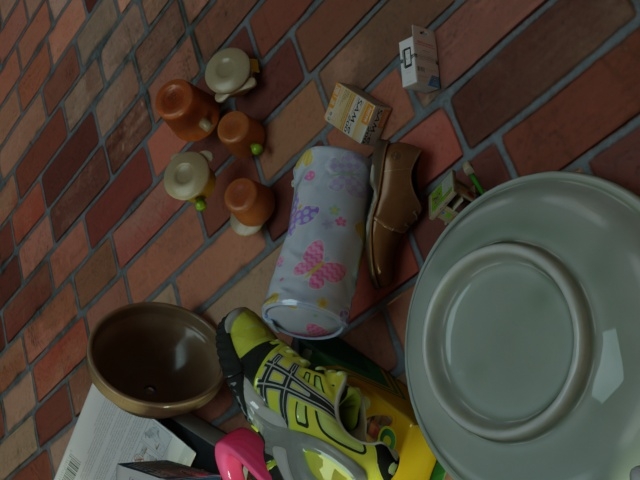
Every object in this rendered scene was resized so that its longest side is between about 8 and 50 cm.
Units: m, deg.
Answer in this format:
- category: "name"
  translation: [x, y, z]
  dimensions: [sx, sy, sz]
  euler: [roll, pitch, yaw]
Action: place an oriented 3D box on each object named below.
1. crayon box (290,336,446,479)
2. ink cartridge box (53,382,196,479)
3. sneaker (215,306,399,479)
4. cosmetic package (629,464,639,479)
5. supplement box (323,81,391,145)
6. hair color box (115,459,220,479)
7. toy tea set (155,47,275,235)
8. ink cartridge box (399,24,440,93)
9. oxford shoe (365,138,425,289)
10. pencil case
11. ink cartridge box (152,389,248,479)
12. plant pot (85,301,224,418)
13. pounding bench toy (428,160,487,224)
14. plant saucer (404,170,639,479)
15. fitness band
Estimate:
- category: "crayon box"
  translation: [0.055, 0.286, 1.316]
  dimensions: [0.323, 0.083, 0.203]
  euler: [31, 109, 46]
- category: "ink cartridge box"
  translation: [-0.341, 0.396, 1.690]
  dimensions: [0.239, 0.060, 0.275]
  euler: [34, 114, 18]
- category: "sneaker"
  translation: [-0.020, 0.219, 1.274]
  dimensions: [0.147, 0.145, 0.384]
  euler: [-37, 48, 2]
- category: "cosmetic package"
  translation: [0.415, 0.431, 0.823]
  dimensions: [0.230, 0.162, 0.453]
  euler: [-5, 82, 49]
- category: "supplement box"
  translation: [0.053, -0.187, 1.399]
  dimensions: [0.098, 0.036, 0.062]
  euler: [39, 116, 43]
- category: "hair color box"
  translation: [-0.249, 0.536, 1.498]
  dimensions: [0.174, 0.105, 0.347]
  euler: [-3, 84, 51]
- category: "toy tea set"
  translation: [-0.168, -0.155, 1.626]
  dimensions: [0.200, 0.124, 0.336]
  euler: [-16, 68, 17]
- category: "ink cartridge box"
  translation: [0.136, -0.249, 1.301]
  dimensions: [0.028, 0.048, 0.083]
  euler: [-15, 74, 48]
- category: "oxford shoe"
  translation: [0.104, -0.030, 1.307]
  dimensions: [0.076, 0.076, 0.212]
  euler: [8, 105, 11]
- category: "pencil case"
  translation: [0.000, 0.000, 1.311]
  dimensions: [0.113, 0.124, 0.273]
  euler: [85, -165, -61]
- category: "ink cartridge box"
  translation: [-0.251, 0.391, 1.678]
  dimensions: [0.333, 0.065, 0.165]
  euler: [16, 99, 50]
- category: "plant pot"
  translation: [-0.282, 0.223, 1.612]
  dimensions: [0.237, 0.237, 0.109]
  euler: [54, 141, 37]
- category: "pounding bench toy"
  translation: [0.188, -0.055, 1.204]
  dimensions: [0.083, 0.065, 0.052]
  euler: [-52, 18, 33]
- category: "plant saucer"
  translation: [0.223, 0.113, 1.051]
  dimensions: [0.401, 0.101, 0.400]
  euler: [-11, 75, 45]
- category: "fitness band"
  translation: [-0.061, 0.393, 1.383]
  dimensions: [0.291, 0.054, 0.209]
  euler: [30, 143, 46]
